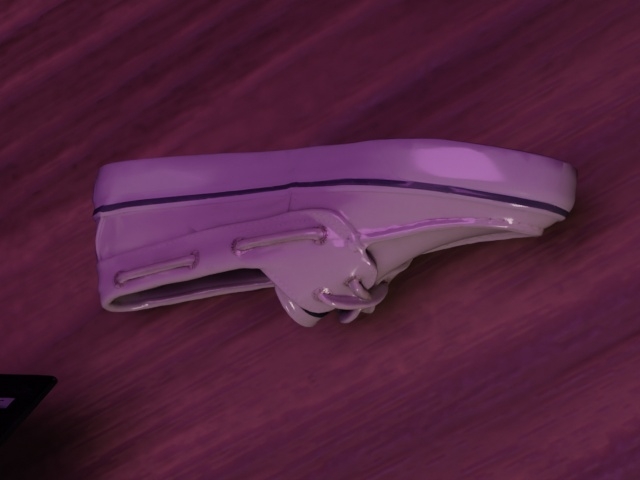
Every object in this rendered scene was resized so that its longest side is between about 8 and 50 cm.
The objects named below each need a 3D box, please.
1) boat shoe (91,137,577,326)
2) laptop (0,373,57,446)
[{"bbox_3d":[0.000,0.000,0.896,0.268,0.096,0.088,-1,81,21],"label":"boat shoe"},{"bbox_3d":[-0.267,0.197,0.877,0.234,0.137,0.264,-2,86,32],"label":"laptop"}]
